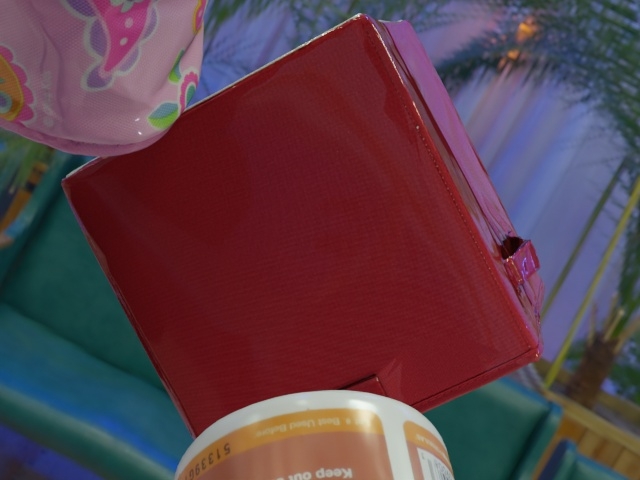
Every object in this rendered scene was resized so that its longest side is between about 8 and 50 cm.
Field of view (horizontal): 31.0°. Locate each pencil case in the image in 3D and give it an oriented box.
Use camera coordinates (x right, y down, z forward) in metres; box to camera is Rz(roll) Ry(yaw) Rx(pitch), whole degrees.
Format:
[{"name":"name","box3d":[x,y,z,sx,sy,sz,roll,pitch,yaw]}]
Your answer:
[{"name":"pencil case","box3d":[-0.093,-0.175,0.469,0.124,0.284,0.124,7,39,-5]}]

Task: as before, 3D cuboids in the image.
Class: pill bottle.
[{"name":"pill bottle","box3d":[0.009,0.174,0.429,0.121,0.121,0.216,23,38,-29]}]

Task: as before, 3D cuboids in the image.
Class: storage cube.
[{"name":"storage cube","box3d":[0.000,0.000,0.663,0.193,0.215,0.183,63,15,-4]}]
